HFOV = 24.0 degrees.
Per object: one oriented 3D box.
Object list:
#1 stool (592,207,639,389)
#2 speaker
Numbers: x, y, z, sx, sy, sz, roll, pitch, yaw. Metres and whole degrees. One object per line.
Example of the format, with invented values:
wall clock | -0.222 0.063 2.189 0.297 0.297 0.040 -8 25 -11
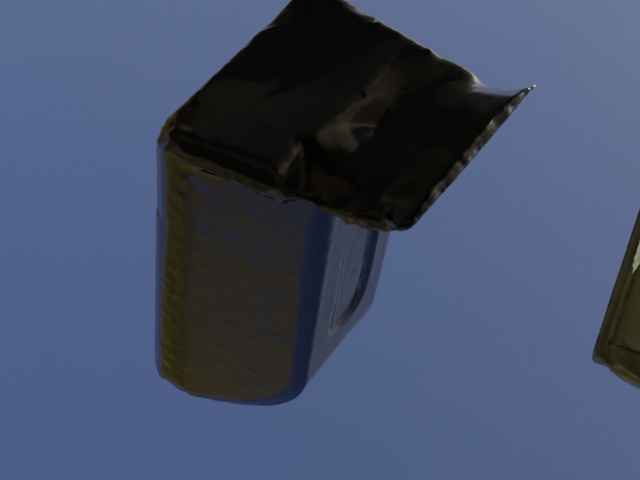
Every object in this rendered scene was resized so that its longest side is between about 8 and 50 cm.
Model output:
stool | 0.384 0.019 1.160 0.243 0.170 0.269 16 -94 54
speaker | 0.000 0.000 1.073 0.184 0.388 0.180 35 -119 15
